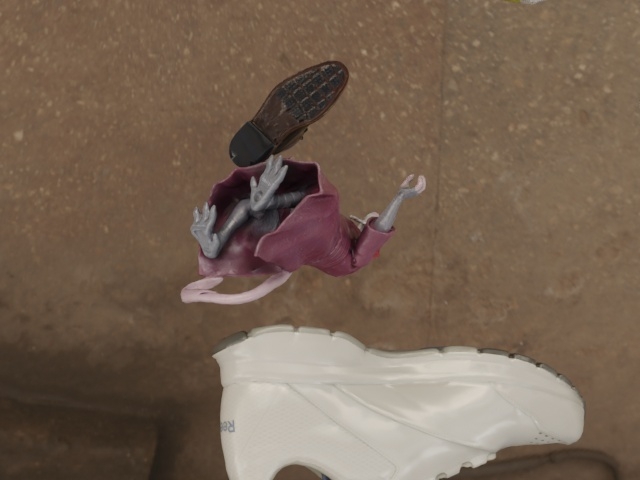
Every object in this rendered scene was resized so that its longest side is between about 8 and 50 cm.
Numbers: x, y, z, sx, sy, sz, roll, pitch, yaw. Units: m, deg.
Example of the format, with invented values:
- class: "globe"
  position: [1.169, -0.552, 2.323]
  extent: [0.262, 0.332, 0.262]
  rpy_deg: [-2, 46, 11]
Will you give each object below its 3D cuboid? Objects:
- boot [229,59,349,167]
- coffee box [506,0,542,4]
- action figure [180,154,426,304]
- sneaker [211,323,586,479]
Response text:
- class: "boot"
  position: [-0.047, -0.195, 1.230]
  extent: [0.219, 0.106, 0.082]
  rpy_deg: [-38, 92, 5]
- class: "coffee box"
  position: [0.378, -0.549, 1.136]
  extent: [0.338, 0.334, 0.337]
  rpy_deg: [-15, 110, 1]
- class: "action figure"
  position: [0.000, 0.000, 1.228]
  extent: [0.370, 0.248, 0.275]
  rpy_deg: [23, 75, -54]
- class: "sneaker"
  position: [0.061, 0.140, 0.606]
  extent: [0.297, 0.129, 0.111]
  rpy_deg: [6, 164, -12]
